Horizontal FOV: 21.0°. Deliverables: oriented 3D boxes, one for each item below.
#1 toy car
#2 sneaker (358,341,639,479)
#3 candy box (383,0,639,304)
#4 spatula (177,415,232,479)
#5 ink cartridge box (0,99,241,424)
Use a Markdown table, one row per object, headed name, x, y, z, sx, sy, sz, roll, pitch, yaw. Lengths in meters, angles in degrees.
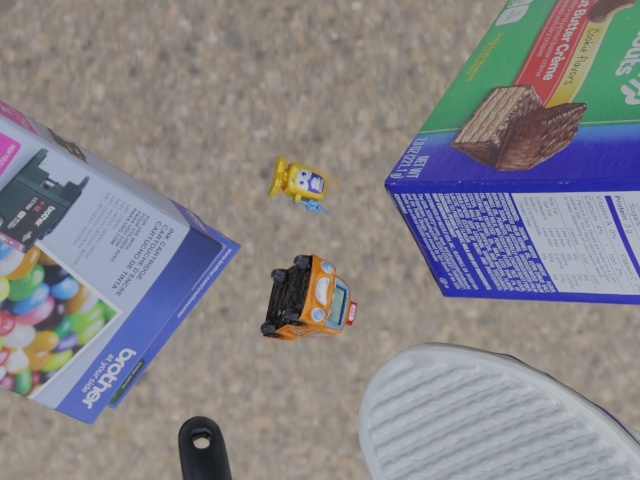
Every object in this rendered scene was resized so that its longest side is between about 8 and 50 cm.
| name | x | y | z | sx | sy | sz | roll | pitch | yaw |
| --- | --- | --- | --- | --- | --- | --- | --- | --- | --- |
| toy car | 0.000 | 0.000 | 0.854 | 0.041 | 0.122 | 0.060 | 18 | 143 | -17 |
| sneaker | 0.151 | 0.134 | 0.812 | 0.282 | 0.161 | 0.102 | 33 | 103 | 7 |
| candy box | 0.243 | -0.087 | 1.162 | 0.317 | 0.268 | 0.122 | 1 | 134 | 40 |
| spatula | -0.049 | 0.235 | 1.009 | 0.084 | 0.296 | 0.030 | -9 | 146 | -9 |
| ink cartridge box | -0.207 | 0.023 | 1.307 | 0.311 | 0.065 | 0.186 | 31 | 99 | -43 |
